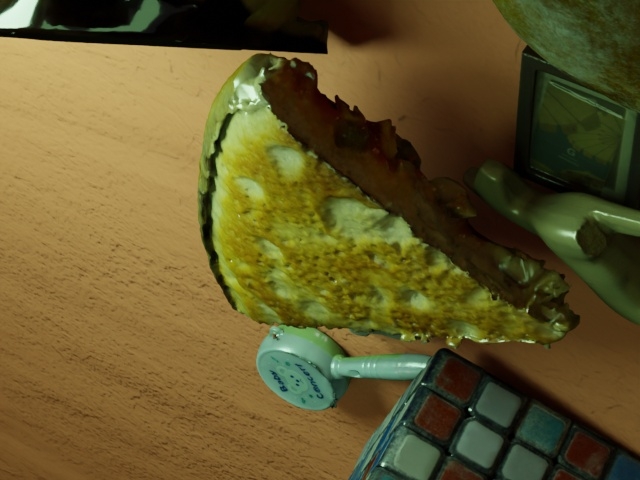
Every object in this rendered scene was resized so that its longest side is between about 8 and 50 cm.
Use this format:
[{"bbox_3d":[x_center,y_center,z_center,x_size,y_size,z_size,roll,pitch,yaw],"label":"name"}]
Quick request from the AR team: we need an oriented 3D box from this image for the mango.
[{"bbox_3d":[0.223,-0.208,1.444,0.193,0.146,0.316,6,147,45],"label":"mango"}]

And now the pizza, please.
[{"bbox_3d":[0.068,-0.003,1.835,0.406,0.130,0.440,23,152,9],"label":"pizza"}]

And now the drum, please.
[{"bbox_3d":[0.037,0.163,2.206,0.253,0.049,0.130,10,139,32],"label":"drum"}]

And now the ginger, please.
[{"bbox_3d":[-0.166,-0.280,1.704,0.413,0.358,0.211,6,94,40],"label":"ginger"}]

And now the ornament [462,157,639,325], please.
[{"bbox_3d":[0.252,0.003,1.723,0.230,0.061,0.245,40,169,-30],"label":"ornament"}]

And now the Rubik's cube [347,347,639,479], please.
[{"bbox_3d":[0.159,0.346,2.074,0.292,0.293,0.287,31,148,1],"label":"Rubik's cube"}]

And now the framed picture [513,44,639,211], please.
[{"bbox_3d":[0.238,-0.097,1.683,0.128,0.023,0.168,25,147,20],"label":"framed picture"}]

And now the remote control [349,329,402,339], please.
[{"bbox_3d":[0.000,0.000,2.019,0.109,0.055,0.313,2,135,43],"label":"remote control"}]
